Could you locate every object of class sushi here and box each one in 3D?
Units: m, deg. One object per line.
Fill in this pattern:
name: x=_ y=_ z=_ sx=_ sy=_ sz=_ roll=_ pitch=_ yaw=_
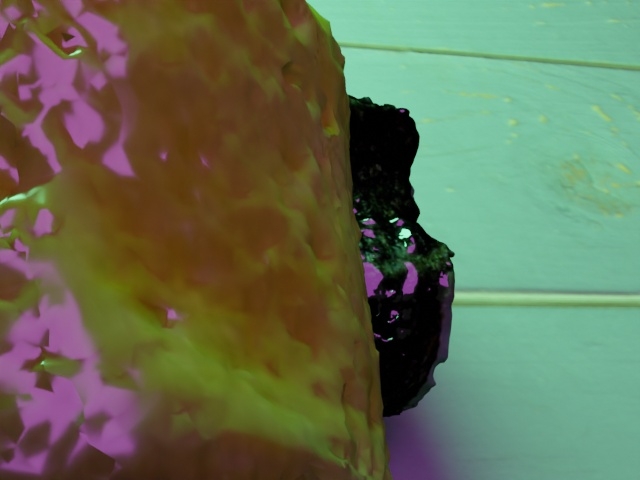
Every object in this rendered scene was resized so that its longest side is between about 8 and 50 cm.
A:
sushi: x=0.000 y=0.000 z=1.100 sx=0.115 sy=0.147 sz=0.212 roll=9 pitch=47 yaw=-27

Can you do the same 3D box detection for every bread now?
bread: x=-0.129 y=0.045 z=0.828 sx=0.348 sy=0.348 sz=0.307 roll=1 pitch=53 yaw=-29
